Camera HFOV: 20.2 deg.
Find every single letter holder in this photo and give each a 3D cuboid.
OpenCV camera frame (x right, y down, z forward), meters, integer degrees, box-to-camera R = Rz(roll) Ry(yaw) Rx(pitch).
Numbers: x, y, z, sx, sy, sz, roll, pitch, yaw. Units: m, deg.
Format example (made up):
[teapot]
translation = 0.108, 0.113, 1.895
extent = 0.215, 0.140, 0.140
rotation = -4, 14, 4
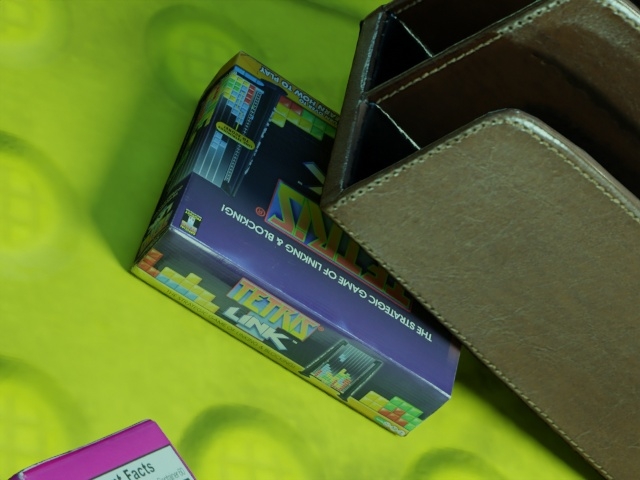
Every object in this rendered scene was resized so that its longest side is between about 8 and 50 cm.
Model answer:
[letter holder]
translation = 0.184, -0.016, 0.918
extent = 0.302, 0.214, 0.152
rotation = 43, 39, -28

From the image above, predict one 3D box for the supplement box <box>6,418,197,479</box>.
[supplement box]
translation = -0.061, 0.192, 0.667
extent = 0.220, 0.111, 0.114
rotation = 53, 19, 10

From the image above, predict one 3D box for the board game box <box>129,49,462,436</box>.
[board game box]
translation = 0.000, 0.000, 0.936
extent = 0.170, 0.048, 0.141
rotation = 32, 42, -15
